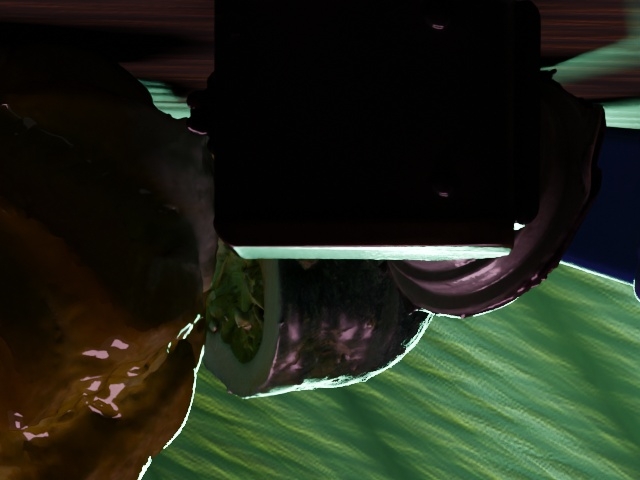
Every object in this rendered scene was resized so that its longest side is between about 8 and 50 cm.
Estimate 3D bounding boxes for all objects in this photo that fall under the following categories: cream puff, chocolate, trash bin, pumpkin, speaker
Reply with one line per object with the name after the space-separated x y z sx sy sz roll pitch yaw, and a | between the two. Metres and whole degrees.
-0.249 0.016 1.347 0.378 0.378 0.275 0 177 21 | cream puff
0.091 -0.057 1.411 0.221 0.221 0.147 -1 158 38 | chocolate
0.262 -0.047 1.718 0.234 0.184 0.162 13 -174 39 | trash bin
0.000 0.000 1.767 0.197 0.263 0.293 -9 -165 -20 | pumpkin
0.023 -0.066 1.138 0.192 0.153 0.231 0 178 0 | speaker

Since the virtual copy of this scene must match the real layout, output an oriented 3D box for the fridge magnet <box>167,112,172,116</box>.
-0.226 -0.043 1.614 0.265 0.113 0.265 -14 -162 5 | fridge magnet
